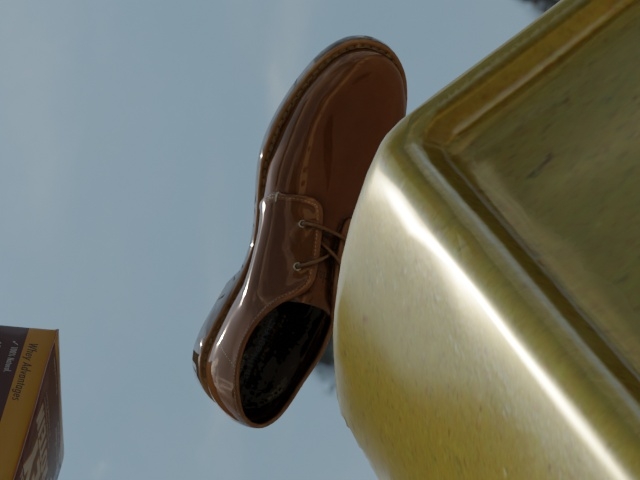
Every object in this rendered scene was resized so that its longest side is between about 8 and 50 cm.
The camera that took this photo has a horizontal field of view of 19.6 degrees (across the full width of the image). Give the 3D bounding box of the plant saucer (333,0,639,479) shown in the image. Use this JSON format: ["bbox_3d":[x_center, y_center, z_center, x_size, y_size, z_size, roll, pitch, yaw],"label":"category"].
[{"bbox_3d":[0.152,-0.023,0.354,0.333,0.332,0.081,-37,-63,2],"label":"plant saucer"}]

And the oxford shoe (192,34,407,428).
[{"bbox_3d":[0.000,0.000,0.948,0.076,0.076,0.212,-136,63,-68],"label":"oxford shoe"}]

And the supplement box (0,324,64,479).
[{"bbox_3d":[-0.292,0.161,1.291,0.191,0.194,0.129,-83,-3,-52],"label":"supplement box"}]
